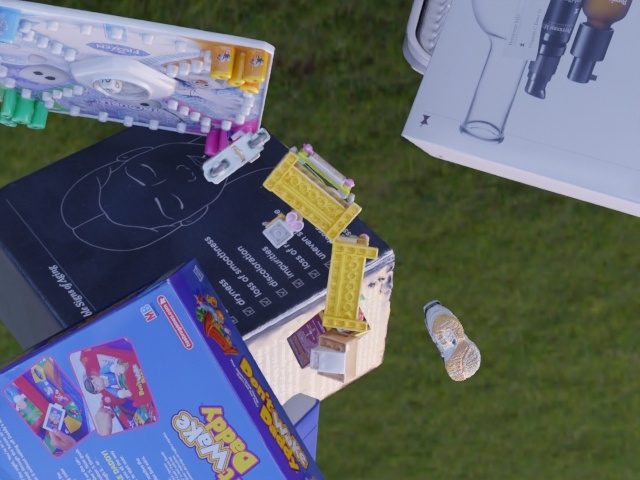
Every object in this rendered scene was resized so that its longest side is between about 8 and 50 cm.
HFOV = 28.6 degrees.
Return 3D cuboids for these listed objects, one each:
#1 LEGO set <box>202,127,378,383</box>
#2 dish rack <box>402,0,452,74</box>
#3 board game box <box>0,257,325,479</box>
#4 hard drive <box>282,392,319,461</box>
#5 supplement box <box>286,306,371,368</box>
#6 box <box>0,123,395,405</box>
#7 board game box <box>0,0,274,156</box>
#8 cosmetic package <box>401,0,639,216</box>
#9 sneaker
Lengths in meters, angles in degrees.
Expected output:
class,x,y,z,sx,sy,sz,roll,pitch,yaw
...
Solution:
class,x,y,z,sx,sy,sz,roll,pitch,yaw
LEGO set,0.000,0.000,1.328,0.132,0.107,0.287,-26,103,14
dish rack,0.282,-0.303,2.033,0.333,0.285,0.072,28,139,-13
board game box,-0.124,0.222,1.056,0.233,0.078,0.347,-28,97,15
hard drive,-0.072,0.372,1.541,0.040,0.210,0.318,16,118,23
supplement box,0.009,0.107,1.433,0.055,0.043,0.083,-17,163,-41
box,-0.216,0.071,1.981,0.472,0.480,0.297,-27,144,-25
board game box,-0.271,-0.207,1.712,0.390,0.050,0.390,8,166,-4
cosmetic package,0.305,-0.181,1.296,0.377,0.284,0.097,19,179,30
sneaker,0.109,0.082,1.050,0.032,0.037,0.083,-26,130,-3
